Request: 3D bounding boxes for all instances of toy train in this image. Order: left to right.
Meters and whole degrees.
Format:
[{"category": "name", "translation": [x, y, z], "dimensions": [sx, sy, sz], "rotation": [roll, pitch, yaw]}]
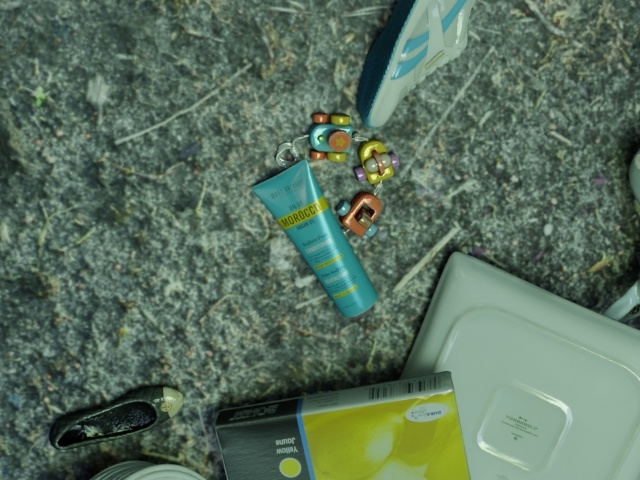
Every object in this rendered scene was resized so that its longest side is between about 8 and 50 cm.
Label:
[{"category": "toy train", "translation": [0.032, -0.080, 1.664], "dimensions": [0.166, 0.046, 0.125], "rotation": [42, 92, -21]}]

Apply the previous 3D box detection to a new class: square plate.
[{"category": "square plate", "translation": [0.261, 0.236, 1.726], "dimensions": [0.347, 0.049, 0.344], "rotation": [24, 104, 7]}]

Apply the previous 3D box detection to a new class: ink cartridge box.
[{"category": "ink cartridge box", "translation": [0.045, 0.336, 1.705], "dimensions": [0.303, 0.072, 0.307], "rotation": [-11, 106, 6]}]

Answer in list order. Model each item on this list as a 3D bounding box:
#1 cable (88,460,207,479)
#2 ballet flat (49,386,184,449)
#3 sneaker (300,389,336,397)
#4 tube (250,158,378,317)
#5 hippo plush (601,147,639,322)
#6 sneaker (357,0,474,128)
[{"category": "cable", "translation": [-0.206, 0.395, 1.626], "dimensions": [0.257, 0.089, 0.257], "rotation": [-25, 97, -45]}, {"category": "ballet flat", "translation": [-0.251, 0.227, 1.675], "dimensions": [0.173, 0.049, 0.057], "rotation": [-18, 110, -9]}, {"category": "sneaker", "translation": [0.013, 0.260, 1.752], "dimensions": [0.059, 0.053, 0.144], "rotation": [-13, 109, -13]}, {"category": "tube", "translation": [0.000, 0.000, 1.678], "dimensions": [0.080, 0.052, 0.207], "rotation": [-28, 109, 13]}, {"category": "hippo plush", "translation": [0.496, -0.029, 1.748], "dimensions": [0.294, 0.234, 0.237], "rotation": [-12, 91, 32]}, {"category": "sneaker", "translation": [0.121, -0.233, 1.625], "dimensions": [0.092, 0.087, 0.229], "rotation": [24, 100, -22]}]
